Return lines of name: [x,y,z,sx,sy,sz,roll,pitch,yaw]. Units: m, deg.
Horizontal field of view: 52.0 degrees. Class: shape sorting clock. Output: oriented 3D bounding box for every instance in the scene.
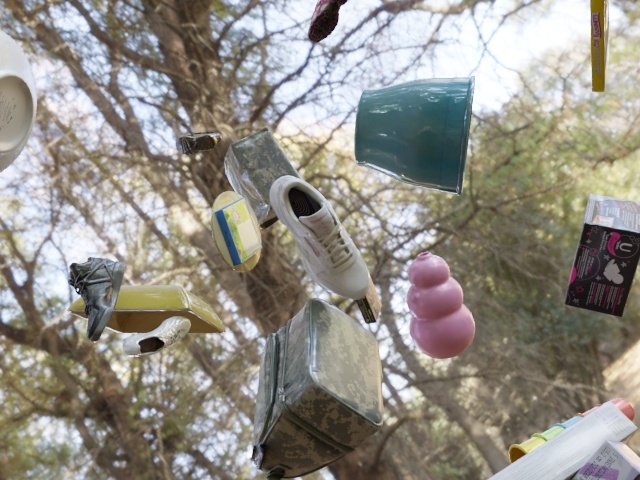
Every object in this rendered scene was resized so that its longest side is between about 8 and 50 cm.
shape sorting clock: [-0.212,-0.022,1.649,0.040,0.206,0.206,-14,-15,23]

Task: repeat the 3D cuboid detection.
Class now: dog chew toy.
dog chew toy: [0.364,0.198,2.061,0.206,0.206,0.332,-25,-75,-39]

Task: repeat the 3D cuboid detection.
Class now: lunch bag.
lunch bag: [-0.026,0.311,1.347,0.212,0.305,0.256,34,-64,-20]
lunch bag: [-0.190,-0.183,2.090,0.168,0.235,0.287,-31,-5,-24]

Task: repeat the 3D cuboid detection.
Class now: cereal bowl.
cereal bowl: [-0.682,-0.266,1.311,0.339,0.141,0.339,16,-90,-80]

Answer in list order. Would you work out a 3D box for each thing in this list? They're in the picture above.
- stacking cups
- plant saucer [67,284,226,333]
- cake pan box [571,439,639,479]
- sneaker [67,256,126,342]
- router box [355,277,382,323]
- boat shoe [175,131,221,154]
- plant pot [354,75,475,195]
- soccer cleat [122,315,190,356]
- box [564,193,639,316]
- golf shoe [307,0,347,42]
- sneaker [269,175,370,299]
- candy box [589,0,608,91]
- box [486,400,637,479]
stacking cups: [0.579,0.439,1.485,0.316,0.096,0.096,-21,-33,-20]
plant saucer: [-0.456,0.187,1.788,0.332,0.081,0.333,-2,-18,8]
cake pan box: [0.456,0.474,0.978,0.070,0.246,0.267,19,-68,-41]
sneaker: [-0.555,0.134,1.576,0.130,0.228,0.087,20,-40,-23]
router box: [0.145,0.180,2.013,0.123,0.038,0.092,67,-154,-22]
boat shoe: [-0.334,-0.268,1.805,0.049,0.152,0.056,-35,-60,-49]
plant pot: [0.215,-0.251,1.521,0.271,0.255,0.272,7,-90,-78]
soccer cleat: [-0.376,0.232,1.556,0.196,0.076,0.068,-20,-72,-49]
box: [0.705,0.035,1.618,0.163,0.142,0.247,-51,-32,-49]
golf shoe: [0.019,-0.623,1.769,0.067,0.086,0.186,19,-64,-32]
sneaker: [0.000,0.000,1.346,0.114,0.305,0.152,-38,6,-9]
candy box: [0.486,-0.372,1.141,0.105,0.027,0.206,-65,-33,-32]
box: [0.377,0.370,1.070,0.323,0.067,0.063,-23,-40,-23]
